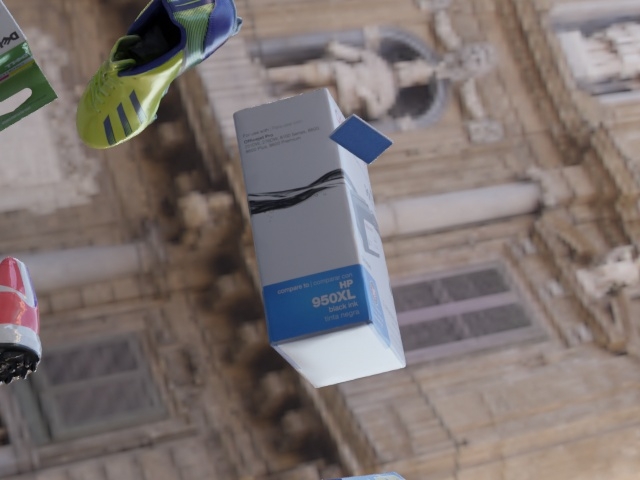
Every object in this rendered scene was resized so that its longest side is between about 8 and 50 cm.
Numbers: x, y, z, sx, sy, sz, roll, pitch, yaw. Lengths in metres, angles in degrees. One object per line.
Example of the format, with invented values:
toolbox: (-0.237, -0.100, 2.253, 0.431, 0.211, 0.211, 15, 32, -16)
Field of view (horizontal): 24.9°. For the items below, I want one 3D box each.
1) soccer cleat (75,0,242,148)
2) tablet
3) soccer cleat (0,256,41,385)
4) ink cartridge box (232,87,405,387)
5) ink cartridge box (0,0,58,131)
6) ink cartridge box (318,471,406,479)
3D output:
soccer cleat: (-0.204, -0.191, 1.583, 0.289, 0.121, 0.093, -36, -104, 41)
tablet: (0.058, -0.146, 2.088, 0.054, 0.083, 0.006, -41, -146, 26)
soccer cleat: (-0.426, 0.116, 1.547, 0.318, 0.108, 0.116, -20, -122, 27)
ink cartridge box: (0.000, 0.000, 2.299, 0.285, 0.166, 0.395, 53, 24, -67)
ink cartridge box: (-0.404, -0.230, 1.669, 0.209, 0.109, 0.062, 56, -10, 12)
ink cartridge box: (-0.016, 0.488, 2.056, 0.151, 0.395, 0.270, 34, -73, 36)
